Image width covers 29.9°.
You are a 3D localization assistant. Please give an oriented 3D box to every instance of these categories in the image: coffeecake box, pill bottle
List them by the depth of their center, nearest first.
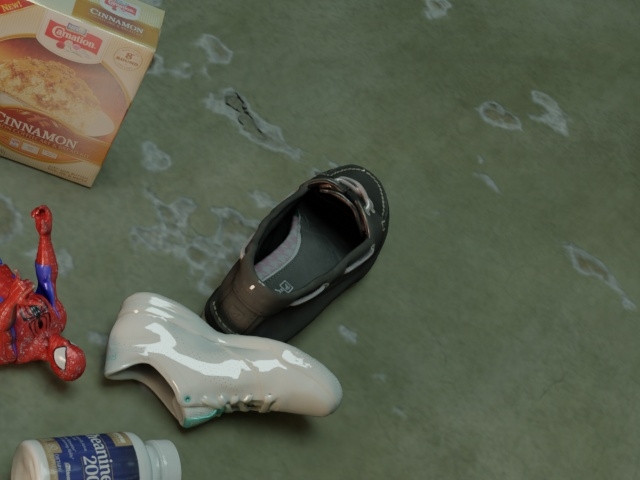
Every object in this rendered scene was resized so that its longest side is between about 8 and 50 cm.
[{"bbox_3d":[-0.172,0.183,0.926,0.120,0.067,0.067,1,50,-34],"label":"pill bottle"},{"bbox_3d":[-0.246,-0.154,1.114,0.142,0.185,0.068,20,42,-16],"label":"coffeecake box"}]

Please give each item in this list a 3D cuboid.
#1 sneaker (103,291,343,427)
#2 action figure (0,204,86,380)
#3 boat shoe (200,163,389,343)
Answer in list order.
[{"bbox_3d":[-0.087,0.127,1.046,0.212,0.080,0.094,21,53,-6],"label":"sneaker"},{"bbox_3d":[-0.283,-0.004,0.987,0.280,0.139,0.091,45,42,8],"label":"action figure"},{"bbox_3d":[0.000,0.000,1.200,0.112,0.095,0.335,38,40,4],"label":"boat shoe"}]
